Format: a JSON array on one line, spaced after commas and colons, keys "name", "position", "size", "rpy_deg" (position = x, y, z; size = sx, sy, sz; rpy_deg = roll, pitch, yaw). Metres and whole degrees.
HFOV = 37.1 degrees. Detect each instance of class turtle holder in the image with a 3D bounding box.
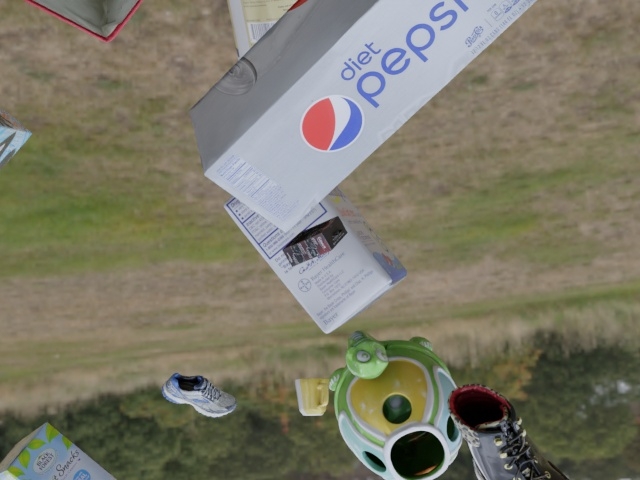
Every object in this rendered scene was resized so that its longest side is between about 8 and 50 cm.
[{"name": "turtle holder", "position": [0.154, 0.304, 1.779], "size": [0.243, 0.320, 0.227], "rpy_deg": [-2, -153, -9]}]

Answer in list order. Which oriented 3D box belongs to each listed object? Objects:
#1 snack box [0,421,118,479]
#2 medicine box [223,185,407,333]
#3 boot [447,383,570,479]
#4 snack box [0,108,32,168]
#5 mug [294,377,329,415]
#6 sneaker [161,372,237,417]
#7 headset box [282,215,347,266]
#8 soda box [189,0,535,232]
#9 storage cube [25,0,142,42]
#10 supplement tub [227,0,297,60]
[{"name": "snack box", "position": [-0.256, 0.297, 1.033], "size": [0.207, 0.070, 0.174], "rpy_deg": [43, 147, -7]}, {"name": "medicine box", "position": [0.000, 0.000, 1.698], "size": [0.149, 0.289, 0.263], "rpy_deg": [-39, 174, 9]}, {"name": "boot", "position": [0.257, 0.289, 1.181], "size": [0.236, 0.085, 0.178], "rpy_deg": [35, 160, 48]}, {"name": "snack box", "position": [-0.500, -0.100, 1.312], "size": [0.060, 0.187, 0.322], "rpy_deg": [41, 178, -10]}, {"name": "mug", "position": [-0.015, 0.277, 1.692], "size": [0.062, 0.064, 0.078], "rpy_deg": [-1, 168, 4]}, {"name": "sneaker", "position": [-0.209, 0.269, 1.682], "size": [0.135, 0.052, 0.058], "rpy_deg": [17, 131, -13]}, {"name": "headset box", "position": [-0.005, 0.000, 1.376], "size": [0.083, 0.032, 0.062], "rpy_deg": [-22, -166, 33]}, {"name": "soda box", "position": [0.033, -0.144, 0.705], "size": [0.286, 0.098, 0.091], "rpy_deg": [-42, 126, 18]}, {"name": "storage cube", "position": [-0.293, -0.401, 1.167], "size": [0.215, 0.193, 0.184], "rpy_deg": [25, 129, -35]}, {"name": "supplement tub", "position": [-0.052, -0.449, 1.592], "size": [0.228, 0.316, 0.228], "rpy_deg": [-8, -156, 4]}]
